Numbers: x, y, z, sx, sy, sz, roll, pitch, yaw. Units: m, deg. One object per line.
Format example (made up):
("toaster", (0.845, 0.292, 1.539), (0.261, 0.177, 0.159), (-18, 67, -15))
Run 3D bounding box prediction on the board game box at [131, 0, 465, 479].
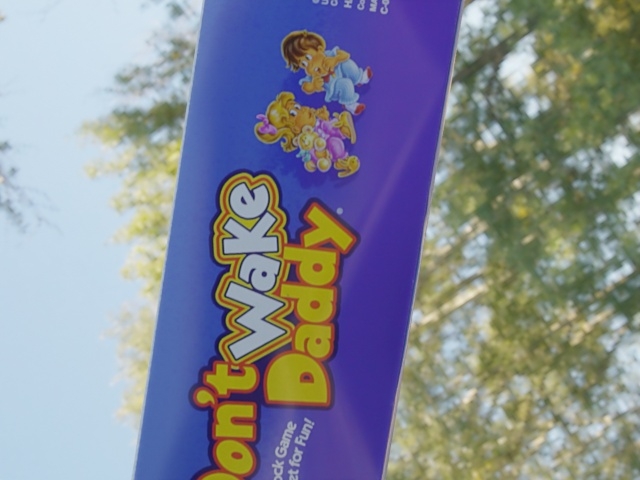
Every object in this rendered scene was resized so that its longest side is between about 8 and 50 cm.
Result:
("board game box", (0.000, 0.000, 0.482), (0.233, 0.078, 0.347), (-35, -46, -85))
